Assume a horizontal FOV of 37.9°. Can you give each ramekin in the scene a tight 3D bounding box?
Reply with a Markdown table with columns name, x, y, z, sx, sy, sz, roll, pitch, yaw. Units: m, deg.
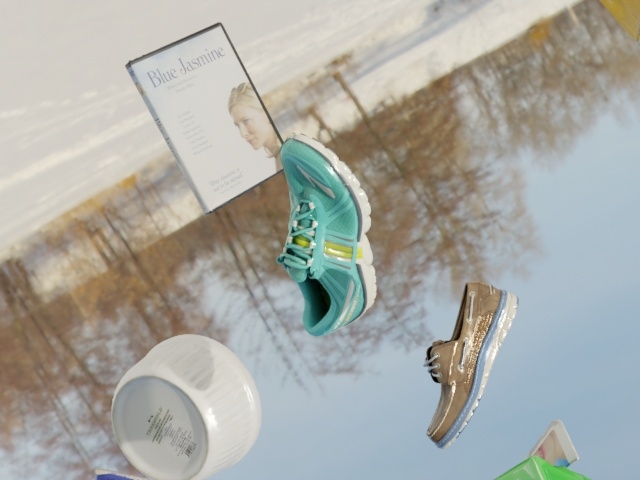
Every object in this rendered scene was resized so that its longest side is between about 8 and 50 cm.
| name | x | y | z | sx | sy | sz | roll | pitch | yaw |
| --- | --- | --- | --- | --- | --- | --- | --- | --- | --- |
| ramekin | -0.198 | 0.246 | 1.319 | 0.207 | 0.207 | 0.109 | -26 | -179 | 29 |

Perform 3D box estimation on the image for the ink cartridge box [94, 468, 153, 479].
| name | x | y | z | sx | sy | sz | roll | pitch | yaw |
| --- | --- | --- | --- | --- | --- | --- | --- | --- | --- |
| ink cartridge box | -0.105 | 0.376 | 1.020 | 0.330 | 0.324 | 0.071 | 110 | -6 | -54 |

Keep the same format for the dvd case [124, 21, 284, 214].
| name | x | y | z | sx | sy | sz | roll | pitch | yaw |
| --- | --- | --- | --- | --- | --- | --- | --- | --- | --- |
| dvd case | -0.163 | -0.189 | 1.422 | 0.180 | 0.253 | 0.022 | -34 | -169 | -33 |

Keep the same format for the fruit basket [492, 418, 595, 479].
| name | x | y | z | sx | sy | sz | roll | pitch | yaw |
| --- | --- | --- | --- | --- | --- | --- | --- | --- | --- |
| fruit basket | 0.137 | 0.370 | 0.783 | 0.353 | 0.165 | 0.327 | -51 | -159 | 22 |

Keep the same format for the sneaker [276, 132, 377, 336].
| name | x | y | z | sx | sy | sz | roll | pitch | yaw |
| --- | --- | --- | --- | --- | --- | --- | --- | --- | --- |
| sneaker | 0.000 | 0.000 | 1.146 | 0.110 | 0.275 | 0.107 | -34 | -145 | -32 |

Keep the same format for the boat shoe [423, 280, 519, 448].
| name | x | y | z | sx | sy | sz | roll | pitch | yaw |
| --- | --- | --- | --- | --- | --- | --- | --- | --- | --- |
| boat shoe | 0.146 | 0.130 | 0.997 | 0.066 | 0.066 | 0.183 | 116 | -1 | -78 |

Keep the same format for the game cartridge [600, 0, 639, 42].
| name | x | y | z | sx | sy | sz | roll | pitch | yaw |
| --- | --- | --- | --- | --- | --- | --- | --- | --- | --- |
| game cartridge | 0.354 | -0.430 | 1.214 | 0.053 | 0.285 | 0.323 | -35 | 163 | 2 |
